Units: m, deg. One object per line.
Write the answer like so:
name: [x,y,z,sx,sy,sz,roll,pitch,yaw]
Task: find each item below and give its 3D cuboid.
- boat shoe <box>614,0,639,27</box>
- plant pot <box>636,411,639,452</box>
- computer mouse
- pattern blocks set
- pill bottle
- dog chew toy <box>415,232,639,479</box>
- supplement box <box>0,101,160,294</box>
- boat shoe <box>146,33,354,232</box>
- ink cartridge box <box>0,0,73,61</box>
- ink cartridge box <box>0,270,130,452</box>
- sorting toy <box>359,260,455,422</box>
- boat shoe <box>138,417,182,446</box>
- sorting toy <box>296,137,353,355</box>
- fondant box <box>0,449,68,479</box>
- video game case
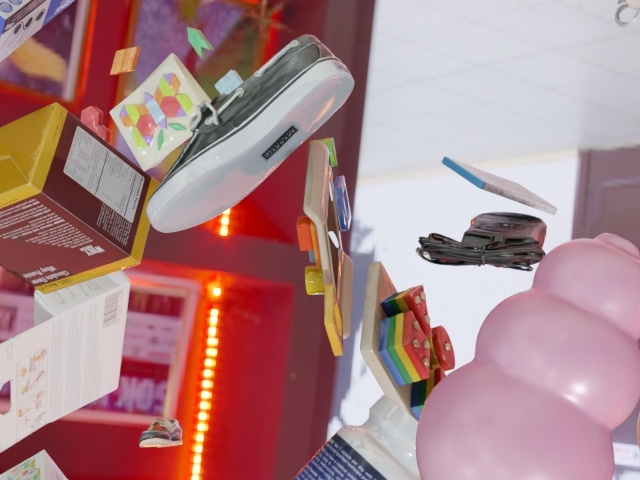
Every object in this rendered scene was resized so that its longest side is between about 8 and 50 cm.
boat shoe: [0.400,-0.333,1.407,0.367,0.135,0.156,14,148,4]
plant pot: [0.705,0.304,2.089,0.272,0.272,0.265,5,-167,10]
computer mouse: [0.266,0.013,1.742,0.189,0.072,0.272,6,-167,20]
pattern blocks set: [-0.293,-0.232,2.098,0.285,0.325,0.026,44,-163,14]
pill bottle: [0.043,0.348,1.569,0.153,0.264,0.153,42,173,6]
dog chew toy: [0.240,0.146,1.199,0.207,0.331,0.206,29,174,3]
supplement box: [-0.351,-0.048,1.494,0.191,0.129,0.194,-17,139,34]
boat shoe: [-0.105,-0.137,1.426,0.105,0.306,0.113,51,-172,25]
ink cartridge box: [-0.394,-0.329,1.568,0.046,0.207,0.097,35,137,-1]
ink cartridge box: [-0.433,0.189,1.822,0.261,0.066,0.296,-27,150,-34]
sorting toy: [0.173,0.199,2.129,0.089,0.255,0.257,-18,122,19]
boat shoe: [-0.244,0.294,1.760,0.049,0.043,0.137,-8,169,10]
sorting toy: [0.000,0.000,1.445,0.047,0.196,0.347,-8,-147,8]
fondant box: [-0.559,0.551,2.031,0.238,0.096,0.330,-30,-149,1]
video game case: [0.289,-0.089,1.861,0.166,0.015,0.119,16,-164,-32]
